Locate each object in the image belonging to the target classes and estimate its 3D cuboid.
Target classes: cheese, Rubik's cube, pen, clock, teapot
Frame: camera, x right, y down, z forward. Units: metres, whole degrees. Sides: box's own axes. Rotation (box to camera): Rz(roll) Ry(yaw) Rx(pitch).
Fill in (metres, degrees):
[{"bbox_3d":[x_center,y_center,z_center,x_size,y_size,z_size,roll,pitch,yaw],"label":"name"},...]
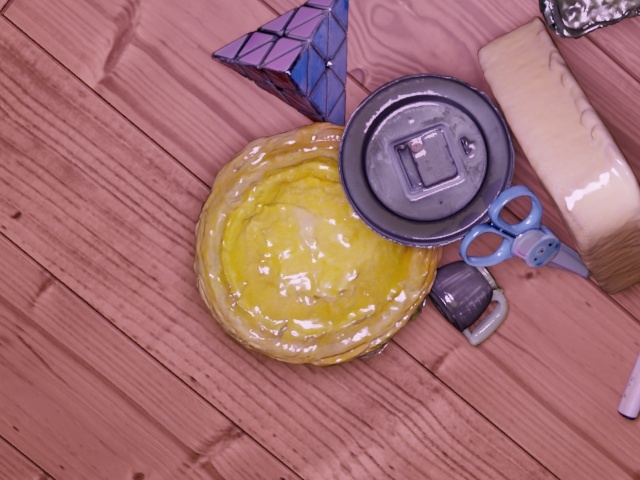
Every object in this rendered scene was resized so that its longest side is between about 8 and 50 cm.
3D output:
[{"bbox_3d":[0.329,-0.082,1.813,0.104,0.384,0.384,-29,100,10],"label":"cheese"},{"bbox_3d":[-0.006,-0.266,1.913,0.211,0.190,0.178,31,87,-8],"label":"Rubik's cube"},{"bbox_3d":[0.470,0.125,2.013,0.033,0.033,0.269,18,104,1],"label":"pen"},{"bbox_3d":[0.134,-0.104,1.858,0.226,0.049,0.226,0,102,-1],"label":"clock"},{"bbox_3d":[0.204,0.074,2.011,0.091,0.124,0.092,-37,57,-3],"label":"teapot"}]

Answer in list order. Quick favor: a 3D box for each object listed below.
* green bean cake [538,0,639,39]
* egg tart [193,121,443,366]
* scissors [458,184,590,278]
[{"bbox_3d":[0.363,-0.406,1.844,0.241,0.132,0.255,-23,99,10],"label":"green bean cake"},{"bbox_3d":[0.000,0.000,1.973,0.345,0.132,0.345,1,103,5],"label":"egg tart"},{"bbox_3d":[0.286,0.008,1.919,0.256,0.030,0.125,24,113,-46],"label":"scissors"}]
